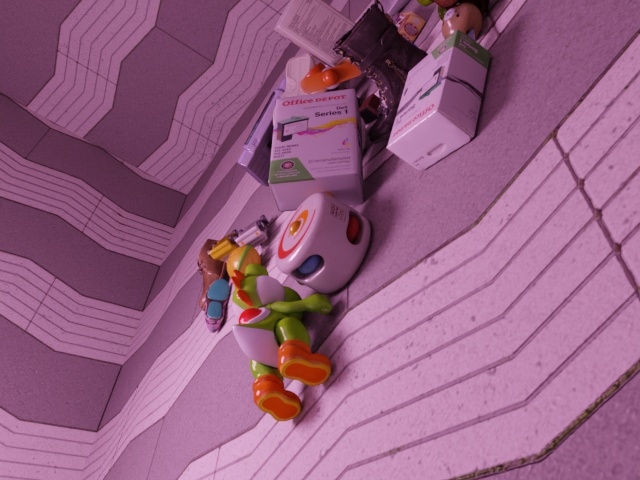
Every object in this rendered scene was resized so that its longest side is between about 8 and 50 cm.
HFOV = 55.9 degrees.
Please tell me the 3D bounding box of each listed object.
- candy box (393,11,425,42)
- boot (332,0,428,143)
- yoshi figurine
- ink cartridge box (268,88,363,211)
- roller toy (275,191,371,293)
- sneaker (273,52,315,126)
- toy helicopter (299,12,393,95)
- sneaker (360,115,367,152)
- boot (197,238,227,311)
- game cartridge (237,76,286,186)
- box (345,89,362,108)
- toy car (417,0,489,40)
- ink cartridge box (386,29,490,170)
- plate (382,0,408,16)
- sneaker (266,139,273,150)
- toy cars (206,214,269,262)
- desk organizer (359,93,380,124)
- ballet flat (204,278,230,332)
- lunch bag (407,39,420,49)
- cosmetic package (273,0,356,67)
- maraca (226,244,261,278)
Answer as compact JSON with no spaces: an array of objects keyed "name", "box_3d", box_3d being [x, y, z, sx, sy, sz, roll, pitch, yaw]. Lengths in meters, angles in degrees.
[{"name":"candy box","box_3d":[0.205,-0.536,1.667,0.186,0.053,0.109,-58,18,11]},{"name":"boot","box_3d":[0.123,-0.379,1.376,0.263,0.229,0.091,-55,20,16]},{"name":"yoshi figurine","box_3d":[-0.077,0.187,1.244,0.362,0.204,0.202,-118,18,-52]},{"name":"ink cartridge box","box_3d":[-0.006,-0.216,1.425,0.117,0.202,0.278,73,-165,-53]},{"name":"roller toy","box_3d":[0.000,0.000,1.270,0.209,0.146,0.191,-61,20,-2]},{"name":"sneaker","box_3d":[-0.056,-0.448,1.990,0.131,0.148,0.349,-3,58,26]},{"name":"toy helicopter","box_3d":[0.073,-0.519,1.761,0.355,0.140,0.235,-42,3,29]},{"name":"sneaker","box_3d":[0.021,-0.207,1.542,0.297,0.129,0.111,-64,16,-14]},{"name":"boot","box_3d":[-0.392,0.117,2.117,0.112,0.115,0.305,-54,18,41]},{"name":"game cartridge","box_3d":[-0.167,-0.393,2.200,0.354,0.068,0.230,-62,-24,-6]},{"name":"box","box_3d":[0.076,-0.384,1.757,0.052,0.062,0.083,-36,31,48]},{"name":"toy car","box_3d":[0.285,-0.470,1.264,0.155,0.149,0.188,-12,62,52]},{"name":"ink cartridge box","box_3d":[0.228,-0.267,1.163,0.160,0.093,0.219,-33,32,53]},{"name":"plate","box_3d":[0.293,-0.845,1.898,0.278,0.045,0.277,-46,24,35]},{"name":"sneaker","box_3d":[-0.092,-0.337,2.051,0.267,0.106,0.101,-28,36,55]},{"name":"toy cars","box_3d":[-0.259,0.010,1.986,0.176,0.087,0.394,-41,11,-33]},{"name":"desk organizer","box_3d":[0.117,-0.344,1.622,0.130,0.047,0.050,-16,46,64]},{"name":"ballet flat","box_3d":[-0.339,0.214,1.947,0.221,0.077,0.079,-94,19,-58]},{"name":"lunch bag","box_3d":[0.208,-0.462,1.530,0.098,0.067,0.065,-56,20,9]},{"name":"cosmetic package","box_3d":[0.015,-0.669,1.959,0.153,0.296,0.129,-58,18,6]},{"name":"maraca","box_3d":[-0.227,0.075,1.820,0.185,0.099,0.127,77,-144,-83]}]
